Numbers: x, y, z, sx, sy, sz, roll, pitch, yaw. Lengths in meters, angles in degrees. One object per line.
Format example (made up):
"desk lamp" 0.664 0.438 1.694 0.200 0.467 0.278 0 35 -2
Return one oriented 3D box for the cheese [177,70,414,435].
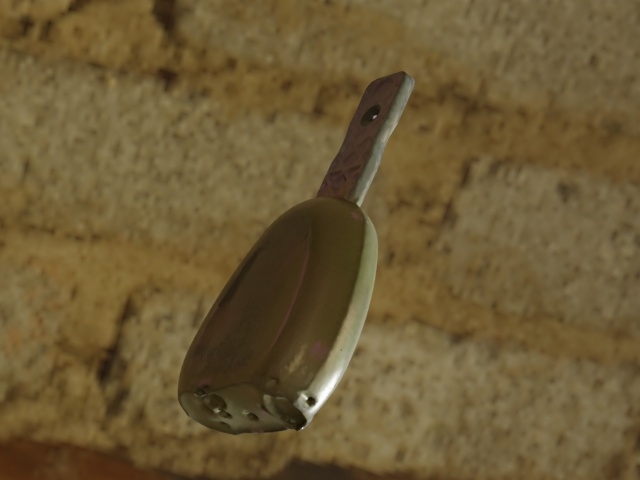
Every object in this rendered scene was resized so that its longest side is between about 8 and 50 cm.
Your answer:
"cheese" 0.000 0.000 0.877 0.037 0.097 0.192 41 -122 -27
